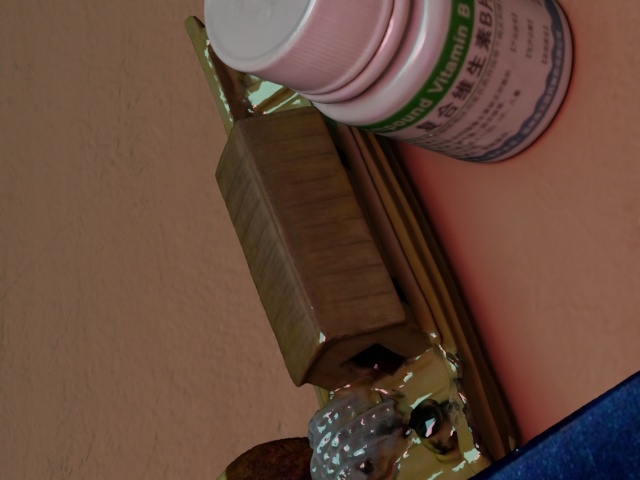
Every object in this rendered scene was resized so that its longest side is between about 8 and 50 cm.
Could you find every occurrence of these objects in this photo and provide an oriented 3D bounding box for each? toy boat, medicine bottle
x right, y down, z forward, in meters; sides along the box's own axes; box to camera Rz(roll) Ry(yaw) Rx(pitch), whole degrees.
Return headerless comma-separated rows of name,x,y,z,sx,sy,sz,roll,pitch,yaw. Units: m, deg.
toy boat,0.000,0.000,1.190,0.136,0.162,0.445,-35,55,21
medicine bottle,0.047,-0.140,1.133,0.139,0.237,0.139,-16,67,43

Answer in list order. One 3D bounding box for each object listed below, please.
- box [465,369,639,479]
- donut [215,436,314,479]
box,0.193,0.231,0.964,0.279,0.116,0.261,-39,56,34
donut,-0.029,0.214,1.233,0.217,0.085,0.141,-49,49,29
